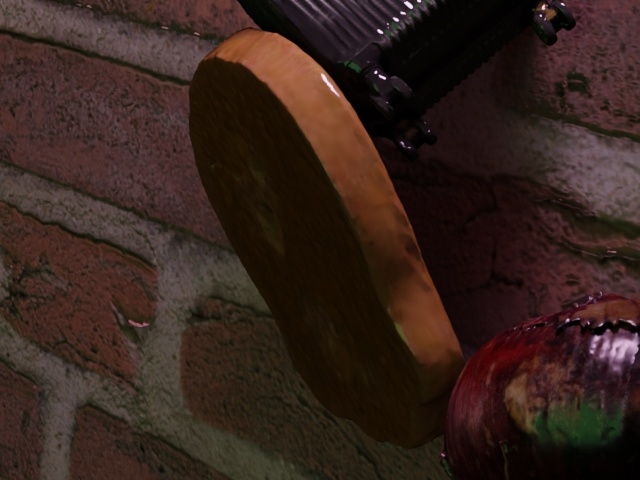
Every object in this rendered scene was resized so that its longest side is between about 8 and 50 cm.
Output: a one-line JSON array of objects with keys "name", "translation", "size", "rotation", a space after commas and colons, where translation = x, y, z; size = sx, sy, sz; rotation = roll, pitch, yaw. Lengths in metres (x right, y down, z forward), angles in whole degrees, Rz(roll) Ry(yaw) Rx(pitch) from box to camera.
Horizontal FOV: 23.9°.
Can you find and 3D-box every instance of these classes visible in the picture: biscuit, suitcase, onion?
[{"name": "biscuit", "translation": [0.002, -0.001, 1.250], "size": [0.365, 0.062, 0.385], "rotation": [64, 164, -4]}, {"name": "suitcase", "translation": [0.034, -0.226, 1.204], "size": [0.202, 0.128, 0.312], "rotation": [-41, 60, -2]}, {"name": "onion", "translation": [0.209, 0.131, 1.068], "size": [0.246, 0.246, 0.190], "rotation": [-25, 54, 46]}]
